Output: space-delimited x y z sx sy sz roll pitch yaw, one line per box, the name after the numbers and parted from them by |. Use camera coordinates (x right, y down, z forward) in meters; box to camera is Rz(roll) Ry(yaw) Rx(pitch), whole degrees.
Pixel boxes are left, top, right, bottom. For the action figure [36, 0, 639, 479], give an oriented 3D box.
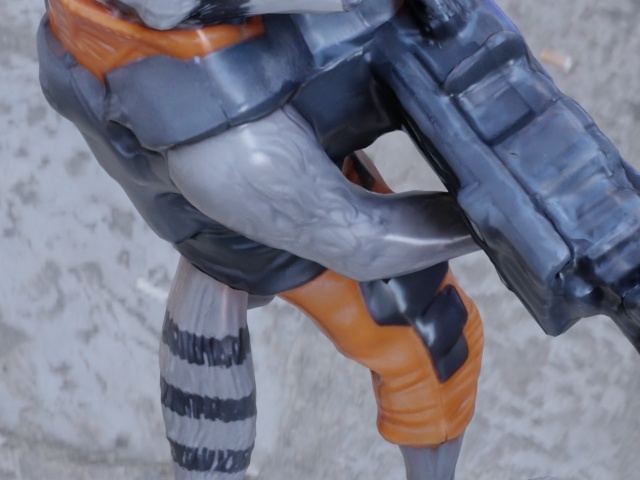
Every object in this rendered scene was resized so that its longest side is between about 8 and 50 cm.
0.000 0.000 0.525 0.178 0.330 0.341 -28 48 -9 | action figure
